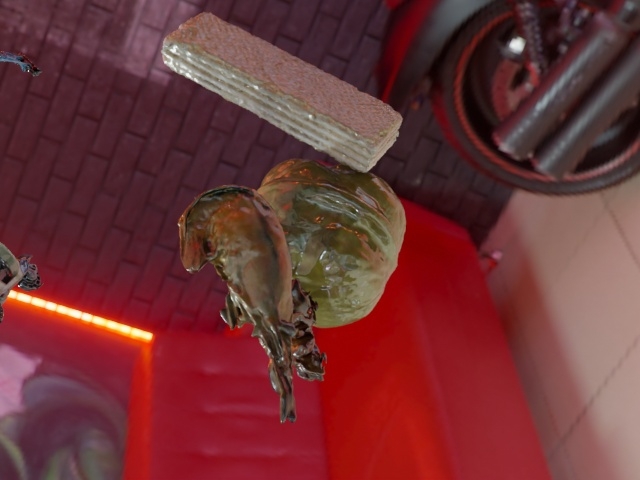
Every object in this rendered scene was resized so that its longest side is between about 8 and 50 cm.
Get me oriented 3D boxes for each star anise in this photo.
[{"bbox_3d":[-0.039,0.109,1.822,0.177,0.073,0.234,-126,27,-85],"label":"star anise"}]

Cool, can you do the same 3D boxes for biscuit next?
[{"bbox_3d":[-0.070,-0.261,2.023,0.144,0.426,0.078,-47,-18,-48],"label":"biscuit"}]

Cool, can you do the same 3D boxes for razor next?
[{"bbox_3d":[-0.657,-0.330,2.201,0.082,0.253,0.042,43,132,35],"label":"razor"}]

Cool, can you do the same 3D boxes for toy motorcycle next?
[{"bbox_3d":[-0.602,0.074,2.079,0.091,0.157,0.263,-35,12,32],"label":"toy motorcycle"}]

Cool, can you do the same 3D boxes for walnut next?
[{"bbox_3d":[0.001,-0.001,2.006,0.282,0.276,0.253,-66,-5,-65],"label":"walnut"}]

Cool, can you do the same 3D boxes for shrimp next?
[{"bbox_3d":[-0.085,0.069,1.228,0.066,0.117,0.262,110,155,-68],"label":"shrimp"}]
